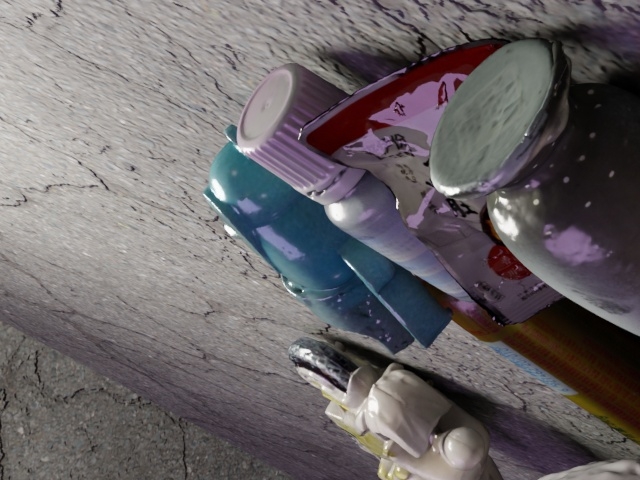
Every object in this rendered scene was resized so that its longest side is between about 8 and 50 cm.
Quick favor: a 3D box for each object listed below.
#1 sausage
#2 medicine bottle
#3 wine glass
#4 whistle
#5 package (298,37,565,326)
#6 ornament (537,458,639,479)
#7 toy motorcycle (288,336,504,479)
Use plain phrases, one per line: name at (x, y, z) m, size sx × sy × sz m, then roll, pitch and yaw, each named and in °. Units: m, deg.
sausage at (0.197, 0.088, 1.269) m, size 0.371 × 0.082 × 0.082 m, roll 33°, pitch 163°, yaw -32°
medicine bottle at (0.043, -0.037, 1.042) m, size 0.203 × 0.083 × 0.083 m, roll 32°, pitch 164°, yaw -30°
wine glass at (0.158, -0.018, 0.867) m, size 0.204 × 0.111 × 0.111 m, roll 32°, pitch 163°, yaw -27°
whistle at (0.000, 0.000, 1.176) m, size 0.186 × 0.093 × 0.274 m, roll 44°, pitch 176°, yaw 42°
package at (0.112, -0.031, 0.968) m, size 0.154 × 0.030 × 0.239 m, roll -24°, pitch 133°, yaw 31°
ornament at (0.317, 0.385, 1.688) m, size 0.337 × 0.337 × 0.337 m, roll 22°, pitch 166°, yaw 6°
toy motorcycle at (0.110, 0.220, 1.837) m, size 0.223 × 0.108 × 0.341 m, roll 19°, pitch 160°, yaw 41°
